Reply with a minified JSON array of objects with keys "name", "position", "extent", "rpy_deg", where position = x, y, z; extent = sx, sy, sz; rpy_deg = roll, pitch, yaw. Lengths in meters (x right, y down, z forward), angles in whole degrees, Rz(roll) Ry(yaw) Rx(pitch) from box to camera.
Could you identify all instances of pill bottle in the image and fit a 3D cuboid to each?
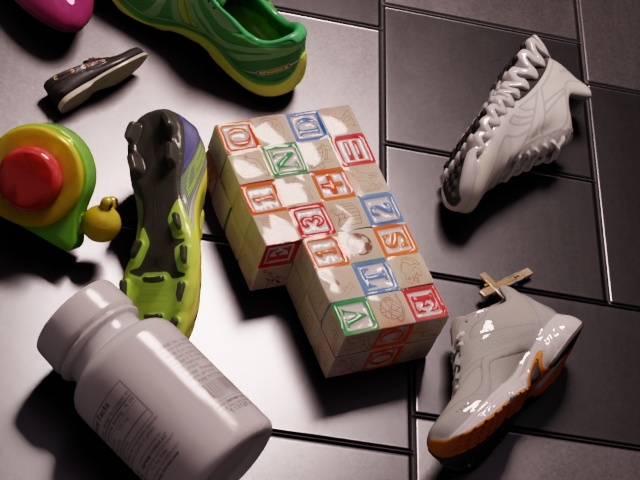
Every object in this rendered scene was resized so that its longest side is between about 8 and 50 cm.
[{"name":"pill bottle","position":[-0.169,0.152,1.684],"extent":[0.229,0.131,0.131],"rpy_deg":[43,54,16]}]

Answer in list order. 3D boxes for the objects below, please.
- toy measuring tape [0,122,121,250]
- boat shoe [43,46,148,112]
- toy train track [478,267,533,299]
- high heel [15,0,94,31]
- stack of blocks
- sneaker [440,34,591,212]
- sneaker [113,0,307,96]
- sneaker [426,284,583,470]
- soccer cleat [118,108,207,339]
[{"name":"toy measuring tape","position":[-0.352,-0.100,1.819],"extent":[0.330,0.121,0.121],"rpy_deg":[29,51,4]},{"name":"boat shoe","position":[-0.259,-0.195,1.966],"extent":[0.133,0.049,0.042],"rpy_deg":[-32,77,-29]},{"name":"toy train track","position":[0.212,0.052,1.956],"extent":[0.083,0.014,0.048],"rpy_deg":[-23,57,-37]},{"name":"high heel","position":[-0.334,-0.429,2.022],"extent":[0.127,0.181,0.377],"rpy_deg":[-4,55,-38]},{"name":"stack of blocks","position":[0.000,0.000,1.878],"extent":[0.171,0.087,0.297],"rpy_deg":[-11,59,-24]},{"name":"sneaker","position":[0.239,-0.128,2.046],"extent":[0.118,0.110,0.292],"rpy_deg":[36,52,-1]},{"name":"sneaker","position":[-0.134,-0.293,2.029],"extent":[0.295,0.123,0.109],"rpy_deg":[32,48,5]},{"name":"sneaker","position":[0.172,0.144,1.834],"extent":[0.121,0.099,0.262],"rpy_deg":[33,44,18]},{"name":"soccer cleat","position":[-0.155,-0.002,1.830],"extent":[0.093,0.121,0.289],"rpy_deg":[-12,66,21]}]
